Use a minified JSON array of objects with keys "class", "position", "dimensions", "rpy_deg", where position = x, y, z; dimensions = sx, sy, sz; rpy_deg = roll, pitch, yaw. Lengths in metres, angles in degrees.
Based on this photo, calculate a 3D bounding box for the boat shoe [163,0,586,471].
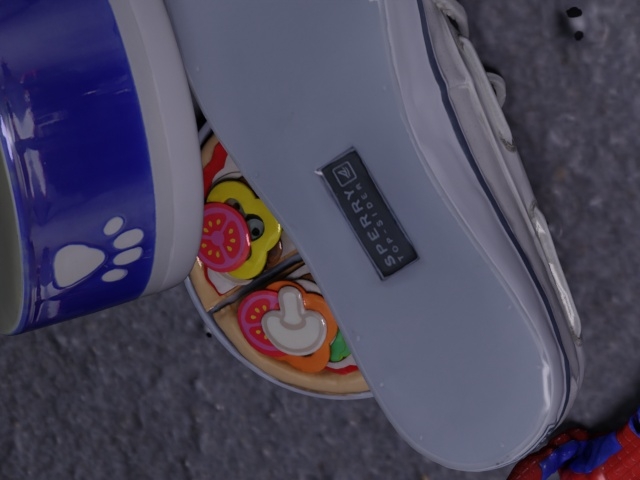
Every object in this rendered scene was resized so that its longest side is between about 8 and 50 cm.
[{"class":"boat shoe","position":[0.045,-0.064,1.018],"dimensions":[0.136,0.156,0.367],"rpy_deg":[-31,84,24]}]

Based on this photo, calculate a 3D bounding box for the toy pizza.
[{"class":"toy pizza","position":[0.000,0.000,1.129],"dimensions":[0.201,0.032,0.201],"rpy_deg":[5,105,21]}]

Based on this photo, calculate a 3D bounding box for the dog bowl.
[{"class":"dog bowl","position":[-0.167,-0.084,1.071],"dimensions":[0.265,0.104,0.265],"rpy_deg":[48,149,44]}]

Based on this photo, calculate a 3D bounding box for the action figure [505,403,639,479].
[{"class":"action figure","position":[0.184,0.109,1.032],"dimensions":[0.091,0.139,0.280],"rpy_deg":[46,129,7]}]

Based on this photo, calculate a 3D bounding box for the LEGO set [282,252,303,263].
[{"class":"LEGO set","position":[-0.003,-0.003,1.162],"dimensions":[0.054,0.023,0.083],"rpy_deg":[41,113,6]}]
